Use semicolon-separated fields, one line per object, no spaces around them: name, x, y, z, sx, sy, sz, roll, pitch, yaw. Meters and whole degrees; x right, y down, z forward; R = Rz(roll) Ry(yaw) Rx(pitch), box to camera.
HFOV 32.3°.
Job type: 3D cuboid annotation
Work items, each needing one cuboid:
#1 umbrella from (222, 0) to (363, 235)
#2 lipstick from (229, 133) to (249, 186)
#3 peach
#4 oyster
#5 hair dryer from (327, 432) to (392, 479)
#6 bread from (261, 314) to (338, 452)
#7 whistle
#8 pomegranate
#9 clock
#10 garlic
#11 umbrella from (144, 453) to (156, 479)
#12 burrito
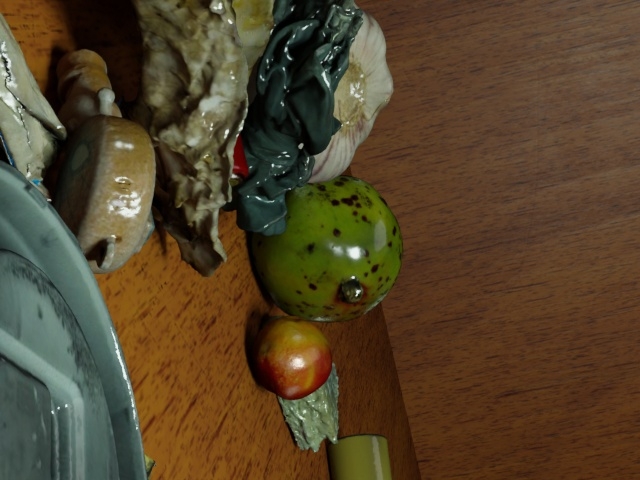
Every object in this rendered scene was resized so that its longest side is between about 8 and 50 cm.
umbrella;-0.031;-0.151;1.117;0.143;0.349;0.094;47;45;14
lipstick;-0.129;-0.170;1.112;0.080;0.080;0.241;35;45;-78
peach;-0.037;0.135;1.272;0.101;0.101;0.100;-12;90;-82
oyster;-0.096;-0.144;0.881;0.396;0.111;0.204;97;5;-55
hair dryer;0.073;0.397;1.699;0.278;0.090;0.135;75;6;-65
bread;-0.017;0.185;1.419;0.232;0.064;0.172;54;24;-68
whistle;-0.154;-0.058;0.767;0.107;0.057;0.220;-58;-145;32
pomegranate;-0.012;0.003;1.418;0.198;0.246;0.198;-35;135;-44
clock;-0.162;0.114;0.539;0.312;0.061;0.312;-12;90;-82
garlic;-0.057;-0.211;1.343;0.253;0.245;0.245;27;-33;41
umbrella;-0.129;0.201;0.714;0.144;0.040;0.037;-88;171;-47
burrito;-0.197;-0.102;0.687;0.051;0.042;0.171;-104;175;-57
